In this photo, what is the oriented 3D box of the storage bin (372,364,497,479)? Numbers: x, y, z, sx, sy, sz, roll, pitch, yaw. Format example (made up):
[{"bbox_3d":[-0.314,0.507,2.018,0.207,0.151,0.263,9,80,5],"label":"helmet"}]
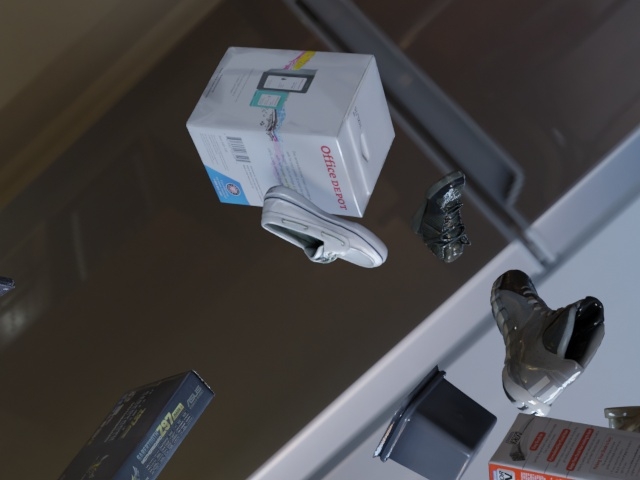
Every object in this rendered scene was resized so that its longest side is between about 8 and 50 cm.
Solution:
[{"bbox_3d":[0.127,0.212,1.257,0.091,0.098,0.135,32,-156,15],"label":"storage bin"}]

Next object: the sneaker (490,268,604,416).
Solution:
[{"bbox_3d":[0.273,0.091,1.347,0.086,0.132,0.229,31,-146,-22],"label":"sneaker"}]

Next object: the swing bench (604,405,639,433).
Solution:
[{"bbox_3d":[0.595,0.442,2.061,0.254,0.165,0.253,-19,-77,-74],"label":"swing bench"}]

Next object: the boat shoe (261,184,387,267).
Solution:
[{"bbox_3d":[0.000,0.000,1.815,0.226,0.076,0.083,28,150,-18],"label":"boat shoe"}]

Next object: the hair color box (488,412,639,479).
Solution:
[{"bbox_3d":[0.252,0.218,1.089,0.093,0.167,0.053,-41,-48,-52],"label":"hair color box"}]

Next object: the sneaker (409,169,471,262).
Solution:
[{"bbox_3d":[0.255,-0.044,2.278,0.130,0.087,0.227,56,153,20],"label":"sneaker"}]

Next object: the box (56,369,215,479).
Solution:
[{"bbox_3d":[-0.278,0.300,1.688,0.059,0.183,0.233,51,-132,-18],"label":"box"}]

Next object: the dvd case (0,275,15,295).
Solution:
[{"bbox_3d":[-0.544,0.090,1.547,0.164,0.221,0.018,19,-131,-54],"label":"dvd case"}]

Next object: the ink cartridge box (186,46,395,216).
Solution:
[{"bbox_3d":[-0.042,-0.184,1.945,0.270,0.197,0.198,7,143,22],"label":"ink cartridge box"}]
